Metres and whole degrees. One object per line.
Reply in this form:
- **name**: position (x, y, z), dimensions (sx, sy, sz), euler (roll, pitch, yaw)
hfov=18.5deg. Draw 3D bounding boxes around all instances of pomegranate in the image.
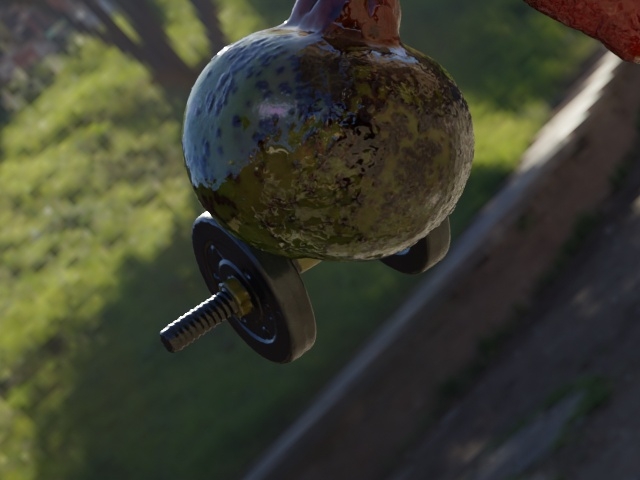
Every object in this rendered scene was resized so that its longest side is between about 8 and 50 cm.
- **pomegranate**: position (0.014, -0.107, 1.432), dimensions (0.214, 0.214, 0.247), euler (-69, -10, -85)

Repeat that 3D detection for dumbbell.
- **dumbbell**: position (0.000, 0.000, 1.637), dimensions (0.325, 0.143, 0.143), euler (-33, -1, -23)

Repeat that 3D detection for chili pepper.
- **chili pepper**: position (0.130, -0.157, 1.094), dimensions (0.059, 0.268, 0.050), euler (-62, 7, -33)
